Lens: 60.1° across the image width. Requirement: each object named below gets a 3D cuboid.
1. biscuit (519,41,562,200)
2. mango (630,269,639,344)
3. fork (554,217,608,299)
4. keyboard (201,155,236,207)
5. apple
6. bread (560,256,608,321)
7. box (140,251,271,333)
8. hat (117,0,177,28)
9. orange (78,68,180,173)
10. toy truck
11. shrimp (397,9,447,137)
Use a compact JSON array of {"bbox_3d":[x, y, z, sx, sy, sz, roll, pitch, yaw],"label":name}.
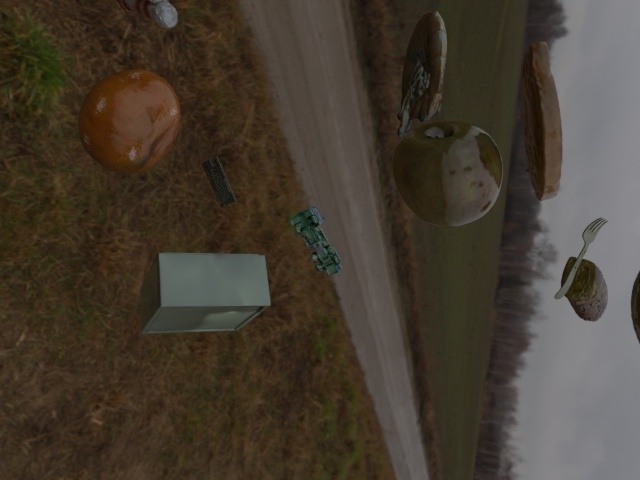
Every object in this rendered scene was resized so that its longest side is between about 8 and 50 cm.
[{"bbox_3d":[0.528,-0.279,1.353,0.385,0.062,0.364,45,42,-65],"label":"biscuit"},{"bbox_3d":[0.339,0.052,0.404,0.149,0.185,0.273,59,15,-4],"label":"mango"},{"bbox_3d":[0.617,0.045,1.321,0.219,0.034,0.028,-65,-156,10],"label":"fork"},{"bbox_3d":[-0.266,-0.153,1.456,0.129,0.049,0.015,68,22,-8],"label":"keyboard"},{"bbox_3d":[0.307,-0.161,1.343,0.256,0.257,0.233,-62,143,-49],"label":"apple"},{"bbox_3d":[0.730,0.134,1.526,0.172,0.103,0.131,42,60,-46],"label":"bread"},{"bbox_3d":[-0.257,0.115,1.191,0.225,0.225,0.117,-41,-128,55],"label":"box"},{"bbox_3d":[-0.355,-0.504,1.164,0.093,0.162,0.112,-55,161,-1],"label":"hat"},{"bbox_3d":[-0.411,-0.255,1.192,0.240,0.171,0.240,-58,176,-7],"label":"orange"},{"bbox_3d":[0.000,0.000,1.377,0.175,0.067,0.081,60,25,-5],"label":"toy truck"},{"bbox_3d":[0.198,-0.294,1.037,0.145,0.059,0.254,-115,-153,-56],"label":"shrimp"}]
